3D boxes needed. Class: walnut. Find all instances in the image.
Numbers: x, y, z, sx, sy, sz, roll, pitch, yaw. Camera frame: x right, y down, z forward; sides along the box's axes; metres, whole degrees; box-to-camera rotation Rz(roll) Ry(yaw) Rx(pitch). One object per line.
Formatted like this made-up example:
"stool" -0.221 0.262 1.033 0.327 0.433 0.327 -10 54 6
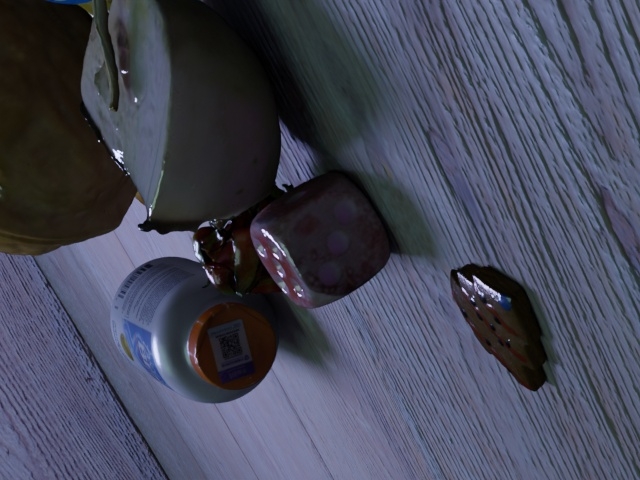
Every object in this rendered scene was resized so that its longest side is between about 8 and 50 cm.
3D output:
"walnut" -0.343 -0.139 1.935 0.344 0.306 0.306 44 164 3

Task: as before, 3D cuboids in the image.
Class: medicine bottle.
"medicine bottle" -0.145 0.109 2.094 0.157 0.157 0.288 60 165 -16

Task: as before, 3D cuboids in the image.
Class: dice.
"dice" 0.000 0.000 1.528 0.091 0.093 0.094 60 165 -14

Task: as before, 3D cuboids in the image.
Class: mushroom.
"mushroom" -0.190 -0.250 1.506 0.026 0.028 0.286 36 -136 -81
"mushroom" -0.102 -0.141 1.533 0.236 0.162 0.173 54 134 46

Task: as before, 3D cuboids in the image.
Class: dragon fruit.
"dragon fruit" -0.050 0.002 1.631 0.142 0.138 0.175 -89 -14 -50

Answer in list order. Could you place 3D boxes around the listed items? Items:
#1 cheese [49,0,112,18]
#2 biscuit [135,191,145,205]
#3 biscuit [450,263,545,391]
"cheese" -0.220 -0.254 1.616 0.177 0.069 0.270 -9 141 40
"biscuit" -0.276 -0.168 2.133 0.299 0.045 0.154 56 165 3
"biscuit" 0.139 0.061 1.370 0.119 0.019 0.130 51 164 15
